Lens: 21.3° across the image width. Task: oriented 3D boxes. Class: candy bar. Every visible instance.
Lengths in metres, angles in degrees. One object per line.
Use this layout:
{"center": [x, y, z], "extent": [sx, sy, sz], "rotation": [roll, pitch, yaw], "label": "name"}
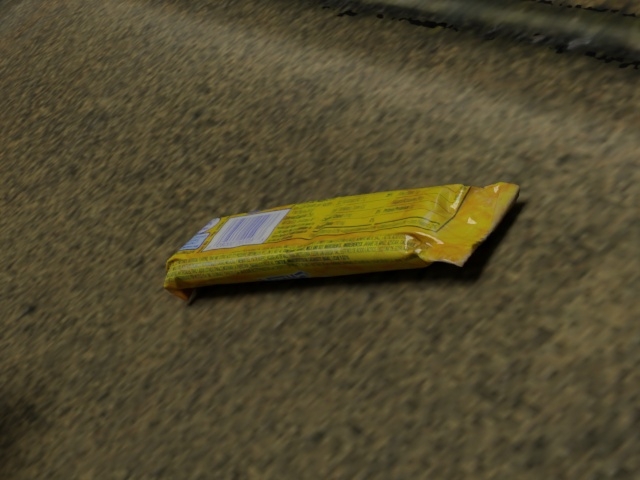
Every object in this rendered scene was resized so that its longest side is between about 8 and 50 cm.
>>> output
{"center": [0.000, 0.000, 0.584], "extent": [0.161, 0.018, 0.040], "rotation": [-8, 34, 50], "label": "candy bar"}
